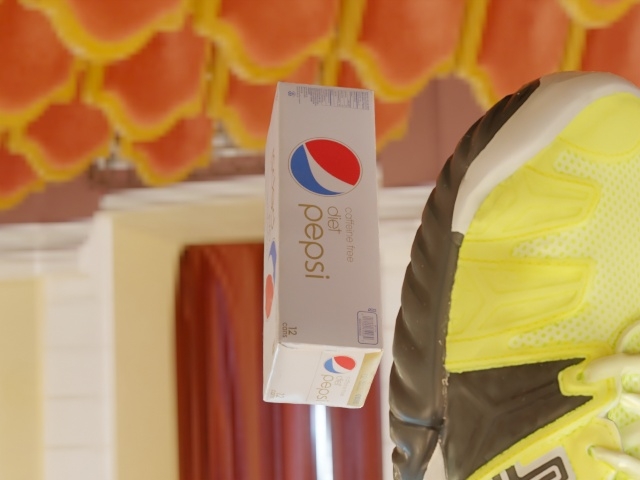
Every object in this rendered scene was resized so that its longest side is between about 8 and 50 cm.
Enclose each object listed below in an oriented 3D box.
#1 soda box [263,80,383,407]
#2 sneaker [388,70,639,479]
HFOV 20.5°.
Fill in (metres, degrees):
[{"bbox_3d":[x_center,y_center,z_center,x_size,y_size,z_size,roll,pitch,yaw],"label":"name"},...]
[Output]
[{"bbox_3d":[0.000,0.000,1.168,0.069,0.216,0.074,5,143,-7],"label":"soda box"},{"bbox_3d":[0.117,0.128,0.670,0.145,0.385,0.147,-2,-178,-41],"label":"sneaker"}]
